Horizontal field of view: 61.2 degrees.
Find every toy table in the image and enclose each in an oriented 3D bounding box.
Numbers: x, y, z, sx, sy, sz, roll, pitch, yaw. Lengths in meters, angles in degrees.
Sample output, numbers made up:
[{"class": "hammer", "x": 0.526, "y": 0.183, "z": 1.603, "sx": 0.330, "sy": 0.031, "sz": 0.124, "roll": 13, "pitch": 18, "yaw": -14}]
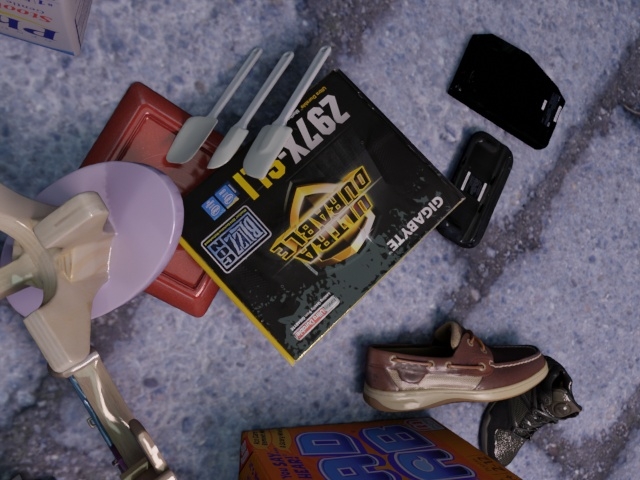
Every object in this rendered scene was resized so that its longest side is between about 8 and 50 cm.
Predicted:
[{"class": "toy table", "x": -0.309, "y": 0.013, "z": 0.628, "sx": 0.274, "sy": 0.161, "sz": 0.252, "roll": -44, "pitch": 88, "yaw": 14}]

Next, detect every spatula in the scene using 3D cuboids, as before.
[{"class": "spatula", "x": -0.093, "y": -0.188, "z": 0.740, "sx": 0.242, "sy": 0.168, "sz": 0.019, "roll": -64, "pitch": 147, "yaw": -25}]

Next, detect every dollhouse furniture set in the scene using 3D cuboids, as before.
[{"class": "dollhouse furniture set", "x": -0.353, "y": 0.291, "z": 0.621, "sx": 0.303, "sy": 0.286, "sz": 0.198, "roll": -32, "pitch": 104, "yaw": -27}]

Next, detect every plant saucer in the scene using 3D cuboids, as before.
[{"class": "plant saucer", "x": -0.215, "y": -0.053, "z": 0.775, "sx": 0.258, "sy": 0.047, "sz": 0.259, "roll": 32, "pitch": 82, "yaw": -20}]

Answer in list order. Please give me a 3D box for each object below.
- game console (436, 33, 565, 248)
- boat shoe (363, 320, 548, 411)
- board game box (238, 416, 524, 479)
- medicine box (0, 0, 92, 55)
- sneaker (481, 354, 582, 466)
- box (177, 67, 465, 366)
[{"class": "game console", "x": 0.293, "y": -0.168, "z": 0.958, "sx": 0.213, "sy": 0.044, "sz": 0.362, "roll": 26, "pitch": 84, "yaw": -18}, {"class": "boat shoe", "x": 0.234, "y": 0.199, "z": 0.923, "sx": 0.341, "sy": 0.123, "sz": 0.123, "roll": -4, "pitch": 95, "yaw": -13}, {"class": "board game box", "x": 0.087, "y": 0.496, "z": 0.760, "sx": 0.356, "sy": 0.356, "sz": 0.357, "roll": 4, "pitch": 93, "yaw": -21}, {"class": "medicine box", "x": -0.382, "y": -0.337, "z": 0.562, "sx": 0.263, "sy": 0.289, "sz": 0.149, "roll": 12, "pitch": 87, "yaw": -20}, {"class": "sneaker", "x": 0.379, "y": 0.317, "z": 0.978, "sx": 0.087, "sy": 0.130, "sz": 0.228, "roll": 33, "pitch": 84, "yaw": -17}, {"class": "box", "x": -0.008, "y": -0.036, "z": 0.738, "sx": 0.322, "sy": 0.079, "sz": 0.257, "roll": -42, "pitch": 84, "yaw": -10}]
